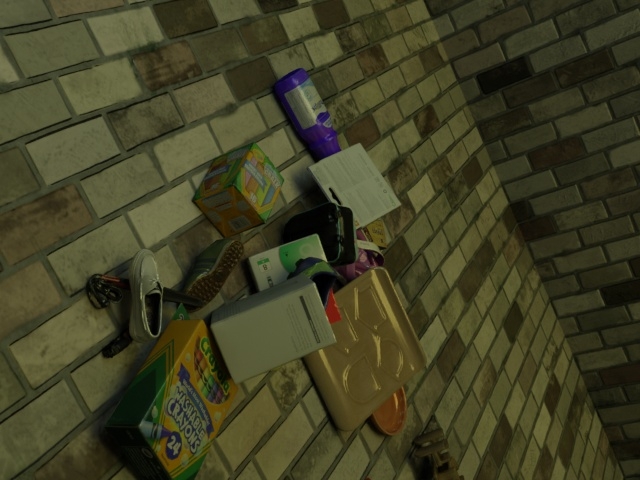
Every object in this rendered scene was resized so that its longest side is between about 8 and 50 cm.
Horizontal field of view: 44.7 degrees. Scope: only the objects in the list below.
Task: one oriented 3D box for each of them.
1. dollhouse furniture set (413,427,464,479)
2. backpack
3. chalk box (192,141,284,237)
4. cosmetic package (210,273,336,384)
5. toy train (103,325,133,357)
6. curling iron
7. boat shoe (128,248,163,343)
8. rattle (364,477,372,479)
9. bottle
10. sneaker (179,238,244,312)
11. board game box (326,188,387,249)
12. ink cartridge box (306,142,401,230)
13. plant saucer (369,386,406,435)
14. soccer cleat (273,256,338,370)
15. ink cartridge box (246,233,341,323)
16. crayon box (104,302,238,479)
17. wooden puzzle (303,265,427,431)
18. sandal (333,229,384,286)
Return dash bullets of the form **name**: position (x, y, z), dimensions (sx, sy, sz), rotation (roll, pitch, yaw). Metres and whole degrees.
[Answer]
- **dollhouse furniture set**: position (0.316, 0.699, 2.211), dimensions (0.242, 0.161, 0.212), rotation (-67, 134, -76)
- **backpack**: position (0.000, 0.000, 2.003), dimensions (0.144, 0.188, 0.166), rotation (19, 61, -58)
- **chalk box**: position (-0.184, -0.136, 1.844), dimensions (0.132, 0.132, 0.213), rotation (51, 36, -29)
- **cosmetic package**: position (-0.104, 0.181, 1.638), dimensions (0.224, 0.224, 0.138), rotation (-159, -131, -83)
- **toy train**: position (-0.360, 0.177, 1.507), dimensions (0.027, 0.036, 0.158), rotation (63, 33, -13)
- **curling iron**: position (-0.345, 0.111, 1.549), dimensions (0.274, 0.035, 0.068), rotation (13, 68, -48)
- **boat shoe**: position (-0.329, 0.102, 1.490), dimensions (0.066, 0.063, 0.184), rotation (25, 59, -44)
- **rattle**: position (0.123, 0.711, 1.939), dimensions (0.200, 0.130, 0.143), rotation (-92, 167, -73)
- **bottle**: position (-0.025, -0.346, 2.224), dimensions (0.283, 0.092, 0.118), rotation (61, 32, -17)
- **sneaker**: position (-0.250, 0.071, 1.698), dimensions (0.192, 0.086, 0.064), rotation (-52, 127, -18)
- **board game box**: position (0.108, -0.064, 2.330), dimensions (0.243, 0.042, 0.165), rotation (14, 63, -53)
- **ink cartridge box**: position (0.087, -0.143, 2.175), dimensions (0.224, 0.045, 0.223), rotation (-28, 82, -38)
- **plant saucer**: position (0.176, 0.446, 2.179), dimensions (0.200, 0.037, 0.200), rotation (31, 50, -47)
- **soccer cleat**: position (-0.054, 0.176, 1.799), dimensions (0.093, 0.121, 0.289), rotation (27, 89, -47)
- **ink cartridge box**: position (-0.058, 0.117, 1.879), dimensions (0.181, 0.056, 0.225), rotation (-20, 90, -13)
- **crayon box**: position (-0.265, 0.299, 1.504), dimensions (0.323, 0.083, 0.203), rotation (-66, 143, -48)
- **wooden puzzle**: position (0.099, 0.280, 2.062), dimensions (0.348, 0.080, 0.322), rotation (-31, 99, -37)
- **sandal**: position (0.119, 0.068, 2.182), dimensions (0.169, 0.102, 0.416), rotation (-53, 122, -27)
